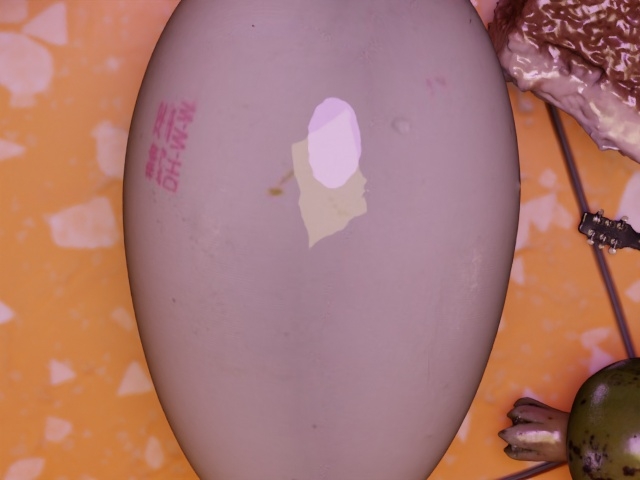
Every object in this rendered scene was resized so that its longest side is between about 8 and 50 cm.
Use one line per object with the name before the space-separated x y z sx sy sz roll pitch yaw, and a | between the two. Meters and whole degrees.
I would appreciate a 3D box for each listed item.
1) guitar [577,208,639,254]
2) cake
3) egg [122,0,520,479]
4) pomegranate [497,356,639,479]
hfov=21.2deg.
guitar | 0.278 0.026 1.118 0.233 0.025 0.088 19 98 -6
cake | 0.185 -0.138 1.039 0.135 0.134 0.147 31 105 -7
egg | 0.000 0.000 0.996 0.230 0.230 0.371 1 103 -3
pomegranate | 0.187 0.128 1.094 0.142 0.114 0.114 3 100 24
